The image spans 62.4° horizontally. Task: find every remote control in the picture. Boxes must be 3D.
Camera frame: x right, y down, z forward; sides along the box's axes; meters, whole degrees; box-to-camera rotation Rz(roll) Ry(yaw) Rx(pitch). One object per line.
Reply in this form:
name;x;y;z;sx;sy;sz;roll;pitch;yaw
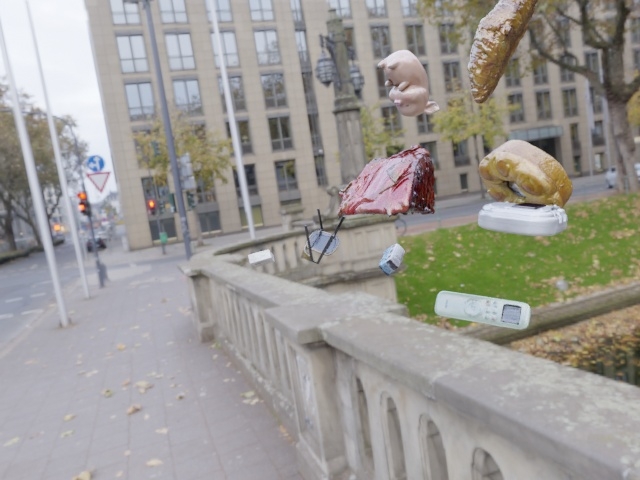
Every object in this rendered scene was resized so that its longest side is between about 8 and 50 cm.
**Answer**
remote control;0.516;0.223;1.697;0.309;0.090;0.038;7;-13;38

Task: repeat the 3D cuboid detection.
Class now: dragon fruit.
dragon fruit;0.172;-0.183;1.655;0.329;0.228;0.286;1;6;29

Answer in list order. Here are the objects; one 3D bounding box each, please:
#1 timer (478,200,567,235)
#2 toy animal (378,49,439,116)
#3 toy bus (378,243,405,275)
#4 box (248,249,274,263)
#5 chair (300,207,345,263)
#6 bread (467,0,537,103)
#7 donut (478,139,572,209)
timer;0.636;-0.072;1.662;0.237;0.087;0.262;8;12;36
toy animal;0.317;-0.568;1.926;0.154;0.250;0.166;-30;32;-9
toy bus;0.271;0.069;1.991;0.075;0.060;0.123;-37;12;37
box;-0.228;0.070;2.062;0.084;0.040;0.154;-13;-7;-1
chair;0.000;0.000;2.447;0.172;0.247;0.159;18;42;14
bread;0.336;-0.382;1.018;0.076;0.233;0.105;29;13;26
donut;0.712;-0.204;1.852;0.150;0.317;0.299;-46;22;-16
